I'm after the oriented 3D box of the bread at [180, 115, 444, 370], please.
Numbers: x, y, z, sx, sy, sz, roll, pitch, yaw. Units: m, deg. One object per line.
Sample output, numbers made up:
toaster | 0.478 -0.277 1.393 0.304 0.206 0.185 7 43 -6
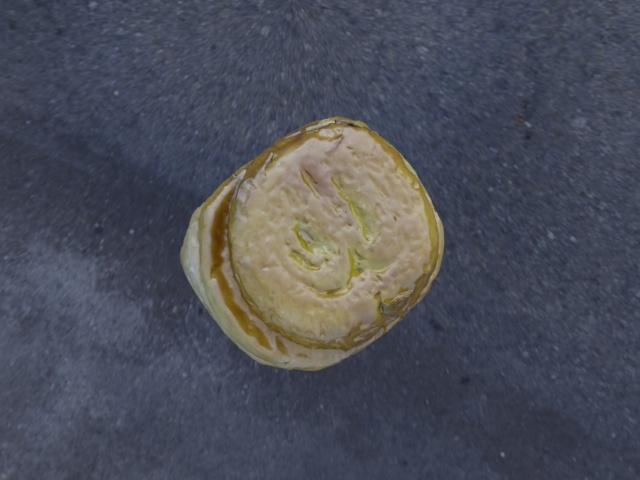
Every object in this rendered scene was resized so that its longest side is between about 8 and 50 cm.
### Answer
bread | 0.001 0.003 0.878 0.236 0.120 0.198 -38 91 -17
